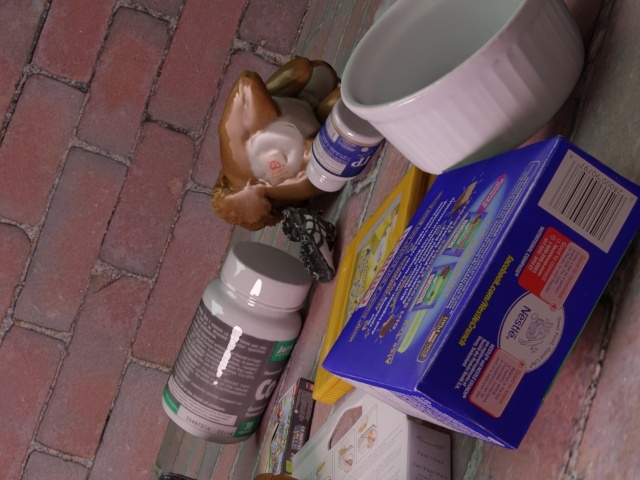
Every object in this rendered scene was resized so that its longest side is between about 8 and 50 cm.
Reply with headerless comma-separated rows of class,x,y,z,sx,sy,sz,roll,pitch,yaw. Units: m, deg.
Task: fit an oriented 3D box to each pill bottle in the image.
pill bottle,0.044,-0.178,2.108,0.187,0.112,0.112,124,161,-50
pill bottle,-0.160,0.197,2.189,0.204,0.204,0.361,-100,32,-67

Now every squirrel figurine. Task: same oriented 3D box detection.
squirrel figurine,-0.088,-0.217,2.413,0.397,0.281,0.370,-61,9,29

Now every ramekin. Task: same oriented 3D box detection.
ramekin,0.171,-0.206,1.304,0.277,0.135,0.277,-32,30,21

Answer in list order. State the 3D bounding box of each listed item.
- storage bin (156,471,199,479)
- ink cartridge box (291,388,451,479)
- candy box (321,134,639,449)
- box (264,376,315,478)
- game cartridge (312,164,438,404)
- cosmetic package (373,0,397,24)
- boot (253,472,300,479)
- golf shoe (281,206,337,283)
storage bin,-0.225,0.502,2.047,0.122,0.180,0.084,126,160,-53
ink cartridge box,0.051,0.303,1.341,0.296,0.066,0.261,-53,21,38
candy box,0.151,0.051,1.119,0.268,0.122,0.317,-58,12,-9
box,-0.055,0.346,1.888,0.114,0.036,0.207,125,161,-51
game cartridge,0.080,0.069,1.696,0.324,0.052,0.285,130,157,-56
cosmetic package,0.179,-0.337,1.696,0.225,0.138,0.224,-80,16,-45
boot,-0.059,0.357,1.370,0.197,0.073,0.152,10,42,40
golf shoe,0.000,0.000,2.122,0.077,0.094,0.198,102,150,-41
